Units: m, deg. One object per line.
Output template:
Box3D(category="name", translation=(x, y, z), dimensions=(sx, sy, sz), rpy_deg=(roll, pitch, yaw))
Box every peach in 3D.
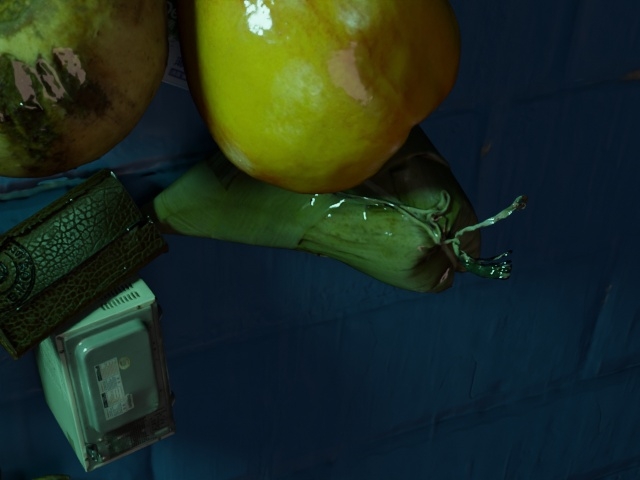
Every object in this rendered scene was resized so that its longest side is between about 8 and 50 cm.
Box3D(category="peach", translation=(-0.020, -0.216, 1.085), dimensions=(0.308, 0.289, 0.289), rpy_deg=(40, 99, -15))

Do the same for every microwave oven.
Box3D(category="microwave oven", translation=(-0.283, 0.147, 1.354), dimensions=(0.145, 0.194, 0.240), rpy_deg=(-23, 132, -27))

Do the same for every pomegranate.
Box3D(category="pomegranate", translation=(-0.301, -0.216, 1.010), dimensions=(0.322, 0.322, 0.322), rpy_deg=(-16, 130, -20))

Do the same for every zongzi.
Box3D(category="zongzi", translation=(0.000, 0.000, 1.248), dimensions=(0.418, 0.447, 0.181), rpy_deg=(-33, 140, 1))

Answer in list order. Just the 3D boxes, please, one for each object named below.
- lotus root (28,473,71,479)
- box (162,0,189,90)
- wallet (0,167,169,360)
Box3D(category="lotus root", translation=(-0.464, 0.477, 1.555), dimensions=(0.078, 0.167, 0.329), rpy_deg=(27, 111, 0))
Box3D(category="box", translation=(-0.142, -0.250, 1.221), dimensions=(0.194, 0.073, 0.139), rpy_deg=(14, 114, -37))
Box3D(category="wallet", translation=(-0.303, 0.021, 1.237), dimensions=(0.243, 0.133, 0.039), rpy_deg=(-39, -177, -36))
